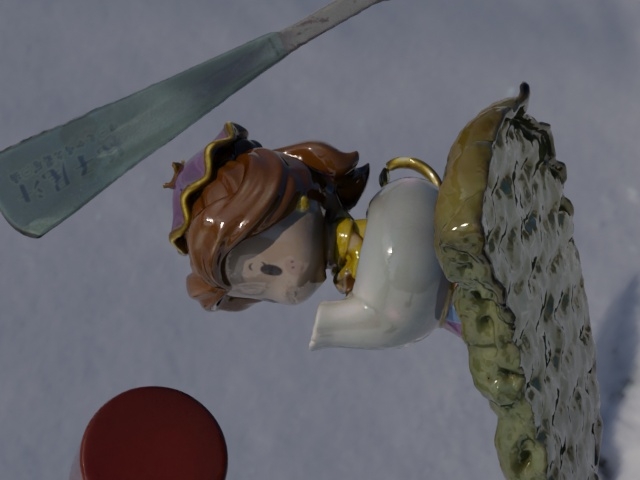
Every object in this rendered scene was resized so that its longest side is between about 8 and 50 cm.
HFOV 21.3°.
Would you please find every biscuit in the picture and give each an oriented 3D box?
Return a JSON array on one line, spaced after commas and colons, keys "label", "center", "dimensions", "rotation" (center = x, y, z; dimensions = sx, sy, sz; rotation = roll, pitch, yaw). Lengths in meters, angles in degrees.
[{"label": "biscuit", "center": [0.112, 0.037, 0.887], "dimensions": [0.036, 0.274, 0.187], "rotation": [-5, 36, 21]}]

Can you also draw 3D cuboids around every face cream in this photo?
[{"label": "face cream", "center": [-0.123, 0.170, 1.144], "dimensions": [0.095, 0.214, 0.096], "rotation": [4, 69, -11]}]

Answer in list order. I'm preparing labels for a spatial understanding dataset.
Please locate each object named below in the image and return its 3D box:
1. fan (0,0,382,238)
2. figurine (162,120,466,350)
[{"label": "fan", "center": [-0.067, -0.087, 1.019], "dimensions": [0.282, 0.023, 0.057], "rotation": [-29, 87, -7]}, {"label": "figurine", "center": [0.000, 0.000, 1.330], "dimensions": [0.263, 0.142, 0.189], "rotation": [14, 53, 3]}]
